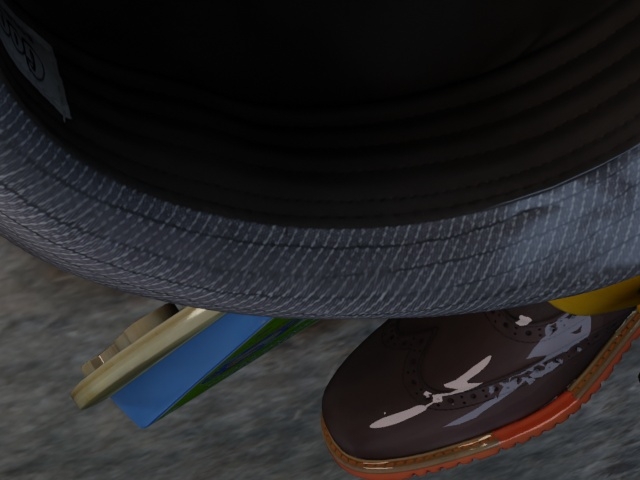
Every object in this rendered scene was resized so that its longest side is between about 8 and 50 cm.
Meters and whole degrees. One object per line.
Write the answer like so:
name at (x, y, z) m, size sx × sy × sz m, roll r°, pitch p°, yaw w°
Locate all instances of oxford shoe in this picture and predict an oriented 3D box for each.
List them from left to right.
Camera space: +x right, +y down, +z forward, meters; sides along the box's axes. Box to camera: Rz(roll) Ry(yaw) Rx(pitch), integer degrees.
oxford shoe at (0.099, 0.000, 0.715) m, size 0.271 × 0.097 × 0.098 m, roll -37°, pitch 135°, yaw 8°

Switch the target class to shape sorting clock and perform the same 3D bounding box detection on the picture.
shape sorting clock at (0.000, 0.000, 0.599) m, size 0.206 × 0.040 × 0.206 m, roll -34°, pitch 174°, yaw -4°

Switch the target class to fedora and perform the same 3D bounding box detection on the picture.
fedora at (0.016, -0.102, 0.375) m, size 0.275 × 0.124 × 0.244 m, roll 4°, pitch 133°, yaw -34°

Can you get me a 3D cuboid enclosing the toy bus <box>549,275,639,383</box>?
toy bus at (0.153, 0.014, 0.557) m, size 0.202 × 0.104 × 0.191 m, roll -23°, pitch 166°, yaw 11°
